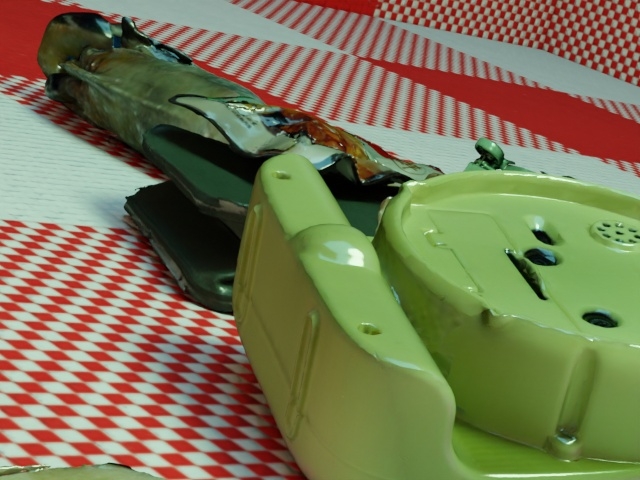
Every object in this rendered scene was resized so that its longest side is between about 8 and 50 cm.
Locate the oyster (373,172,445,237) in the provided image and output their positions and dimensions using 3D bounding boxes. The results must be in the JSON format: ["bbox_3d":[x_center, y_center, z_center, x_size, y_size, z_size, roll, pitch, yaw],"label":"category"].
[{"bbox_3d":[0.139,0.054,1.282,0.233,0.161,0.107,12,-17,-11],"label":"oyster"}]

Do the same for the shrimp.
[{"bbox_3d":[-0.091,-0.105,1.703,0.446,0.110,0.221,28,11,31],"label":"shrimp"}]

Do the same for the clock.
[{"bbox_3d":[0.136,0.054,1.091,0.348,0.117,0.286,3,25,-18],"label":"clock"}]

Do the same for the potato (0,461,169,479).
[{"bbox_3d":[-0.071,0.146,0.661,0.164,0.081,0.200,-5,20,-40],"label":"potato"}]

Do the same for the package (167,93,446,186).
[{"bbox_3d":[0.001,-0.079,1.477,0.166,0.040,0.232,28,14,35],"label":"package"}]

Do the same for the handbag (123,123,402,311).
[{"bbox_3d":[0.000,-0.002,1.401,0.260,0.079,0.247,12,13,-23],"label":"handbag"}]

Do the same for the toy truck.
[{"bbox_3d":[0.198,-0.033,1.831,0.154,0.080,0.078,28,-10,42],"label":"toy truck"}]
